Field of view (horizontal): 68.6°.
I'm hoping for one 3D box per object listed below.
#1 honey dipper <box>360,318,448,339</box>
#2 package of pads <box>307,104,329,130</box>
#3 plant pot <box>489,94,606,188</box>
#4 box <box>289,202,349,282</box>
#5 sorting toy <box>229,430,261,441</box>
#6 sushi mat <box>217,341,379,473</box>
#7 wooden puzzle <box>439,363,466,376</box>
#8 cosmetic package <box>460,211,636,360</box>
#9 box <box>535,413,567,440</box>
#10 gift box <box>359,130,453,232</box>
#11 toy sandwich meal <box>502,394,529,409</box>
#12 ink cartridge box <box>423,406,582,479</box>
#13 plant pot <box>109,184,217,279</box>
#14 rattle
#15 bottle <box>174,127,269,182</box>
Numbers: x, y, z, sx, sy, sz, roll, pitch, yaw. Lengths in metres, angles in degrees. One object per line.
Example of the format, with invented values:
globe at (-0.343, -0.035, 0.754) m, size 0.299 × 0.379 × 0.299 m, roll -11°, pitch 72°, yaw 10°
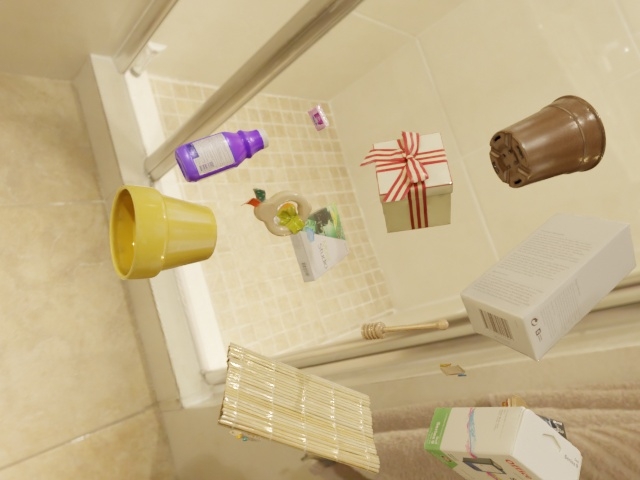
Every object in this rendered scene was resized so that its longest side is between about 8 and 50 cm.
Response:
honey dipper at (0.141, 0.147, 0.791) m, size 0.031 × 0.161 × 0.030 m, roll 21°, pitch 62°, yaw -46°
package of pads at (-0.006, -0.442, 1.694) m, size 0.032 × 0.050 × 0.083 m, roll -36°, pitch 103°, yaw -45°
plant pot at (0.456, -0.193, 0.969) m, size 0.165 × 0.167 × 0.166 m, roll -22°, pitch 87°, yaw -10°
box at (0.000, 0.000, 1.866) m, size 0.322 × 0.059 × 0.232 m, roll -35°, pitch 111°, yaw -57°
sorting toy at (-0.165, 0.465, 1.152) m, size 0.083 × 0.045 × 0.075 m, roll -48°, pitch 122°, yaw 0°
sushi mat at (-0.026, 0.285, 0.798) m, size 0.317 × 0.019 × 0.151 m, roll 29°, pitch 30°, yaw -25°
wooden puzzle at (0.483, 0.477, 1.717) m, size 0.116 × 0.079 × 0.014 m, roll -110°, pitch -166°, yaw -82°
cosmetic package at (0.657, 0.113, 1.352) m, size 0.453 × 0.230 × 0.161 m, roll -35°, pitch 115°, yaw -17°
box at (0.602, 0.501, 1.234) m, size 0.083 × 0.018 × 0.067 m, roll 19°, pitch 42°, yaw -2°
gift box at (0.283, -0.183, 1.535) m, size 0.258 × 0.277 × 0.254 m, roll 70°, pitch 9°, yaw -54°
toy sandwich meal at (0.454, 0.397, 1.081) m, size 0.086 × 0.029 × 0.085 m, roll 30°, pitch 43°, yaw -33°
ink cartridge box at (0.317, 0.374, 0.835) m, size 0.154 × 0.212 × 0.093 m, roll 39°, pitch 56°, yaw -12°
plant pot at (-0.434, -0.022, 1.314) m, size 0.239 × 0.254 × 0.253 m, roll -1°, pitch 72°, yaw -39°
rattle at (-0.131, -0.100, 1.200) m, size 0.200 × 0.130 × 0.142 m, roll 14°, pitch 37°, yaw -35°
bottle at (-0.298, -0.275, 1.449) m, size 0.283 × 0.092 × 0.118 m, roll -26°, pitch 94°, yaw -22°
